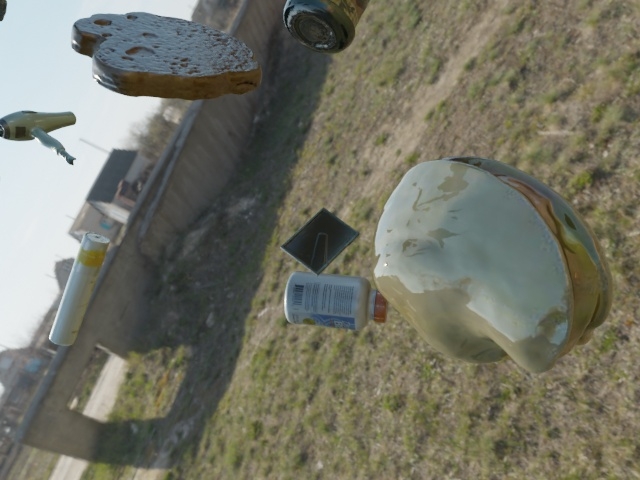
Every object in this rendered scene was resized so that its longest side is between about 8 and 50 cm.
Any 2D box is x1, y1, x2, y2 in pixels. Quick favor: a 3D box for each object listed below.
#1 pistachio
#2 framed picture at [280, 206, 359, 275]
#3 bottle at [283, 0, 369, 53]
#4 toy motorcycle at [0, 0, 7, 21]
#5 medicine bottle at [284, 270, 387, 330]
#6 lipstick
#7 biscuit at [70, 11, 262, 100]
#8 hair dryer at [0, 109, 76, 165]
[{"bbox_3d":[0.263,0.040,0.953,0.445,0.281,0.366,30,134,50],"label":"pistachio"},{"bbox_3d":[0.000,0.000,1.249,0.149,0.109,0.011,-43,-22,-26],"label":"framed picture"},{"bbox_3d":[0.040,-0.480,1.001,0.271,0.143,0.156,-65,10,-16],"label":"bottle"},{"bbox_3d":[-0.562,-0.410,0.774,0.270,0.158,0.106,82,-174,-59],"label":"toy motorcycle"},{"bbox_3d":[0.051,0.177,1.636,0.157,0.288,0.157,5,-90,-78],"label":"medicine bottle"},{"bbox_3d":[-0.540,0.111,1.259,0.059,0.059,0.264,-122,53,-69],"label":"lipstick"},{"bbox_3d":[-0.312,-0.370,1.133,0.381,0.358,0.074,-51,-19,-50],"label":"biscuit"},{"bbox_3d":[-0.757,-0.309,1.633,0.229,0.267,0.092,-59,-7,-57],"label":"hair dryer"}]
